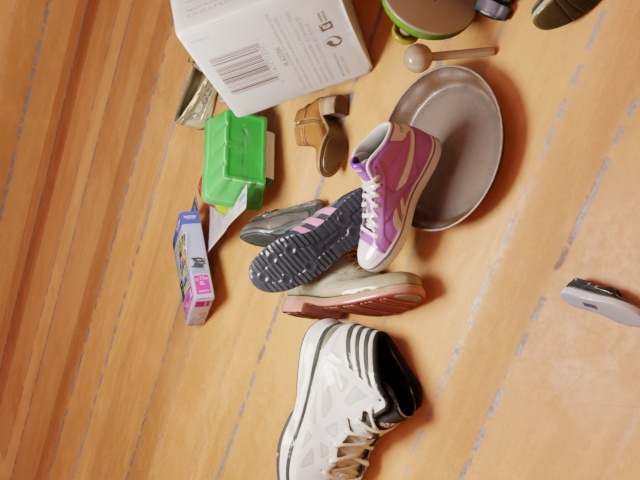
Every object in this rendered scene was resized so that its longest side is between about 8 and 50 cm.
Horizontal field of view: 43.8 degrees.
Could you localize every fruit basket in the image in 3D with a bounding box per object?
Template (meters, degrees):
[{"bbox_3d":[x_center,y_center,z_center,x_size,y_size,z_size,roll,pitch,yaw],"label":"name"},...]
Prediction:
[{"bbox_3d":[-0.229,-0.169,2.036,0.353,0.165,0.327,129,144,-64],"label":"fruit basket"}]

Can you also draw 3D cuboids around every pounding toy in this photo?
[{"bbox_3d":[0.199,-0.407,1.502,0.110,0.182,0.237,114,143,-63],"label":"pounding toy"}]

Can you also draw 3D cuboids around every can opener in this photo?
[{"bbox_3d":[0.269,-0.464,1.434,0.186,0.059,0.073,33,99,18],"label":"can opener"}]

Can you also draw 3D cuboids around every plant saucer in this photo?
[{"bbox_3d":[0.232,-0.170,1.495,0.310,0.050,0.311,-10,77,52],"label":"plant saucer"}]

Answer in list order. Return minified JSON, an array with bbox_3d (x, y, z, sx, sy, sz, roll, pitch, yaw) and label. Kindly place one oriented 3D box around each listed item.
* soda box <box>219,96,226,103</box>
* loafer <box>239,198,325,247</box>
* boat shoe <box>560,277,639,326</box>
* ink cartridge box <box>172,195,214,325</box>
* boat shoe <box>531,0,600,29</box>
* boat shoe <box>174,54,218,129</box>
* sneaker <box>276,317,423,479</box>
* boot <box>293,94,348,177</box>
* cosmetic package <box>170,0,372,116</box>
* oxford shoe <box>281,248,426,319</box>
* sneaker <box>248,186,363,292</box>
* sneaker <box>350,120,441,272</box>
[{"bbox_3d":[-0.206,-0.463,2.085,0.074,0.069,0.216,11,94,52],"label":"soda box"},{"bbox_3d":[-0.083,-0.039,1.868,0.267,0.096,0.084,-7,60,45],"label":"loafer"},{"bbox_3d":[0.432,0.089,1.205,0.142,0.049,0.040,20,63,47],"label":"boat shoe"},{"bbox_3d":[-0.353,0.055,2.168,0.186,0.065,0.311,120,143,-57],"label":"ink cartridge box"},{"bbox_3d":[0.425,-0.429,1.263,0.223,0.080,0.073,-40,50,36],"label":"boat shoe"},{"bbox_3d":[-0.331,-0.452,2.227,0.104,0.089,0.285,30,108,51],"label":"boat shoe"},{"bbox_3d":[0.057,0.381,1.546,0.257,0.169,0.448,-2,81,54],"label":"sneaker"},{"bbox_3d":[-0.008,-0.227,1.798,0.152,0.073,0.197,-7,67,50],"label":"boot"},{"bbox_3d":[-0.118,-0.543,1.675,0.327,0.329,0.394,-18,66,10],"label":"cosmetic package"},{"bbox_3d":[0.056,0.079,1.621,0.397,0.140,0.147,-9,70,49],"label":"oxford shoe"},{"bbox_3d":[0.000,0.000,1.631,0.319,0.131,0.112,-31,96,6],"label":"sneaker"},{"bbox_3d":[0.097,-0.085,1.466,0.102,0.161,0.282,31,103,52],"label":"sneaker"}]
